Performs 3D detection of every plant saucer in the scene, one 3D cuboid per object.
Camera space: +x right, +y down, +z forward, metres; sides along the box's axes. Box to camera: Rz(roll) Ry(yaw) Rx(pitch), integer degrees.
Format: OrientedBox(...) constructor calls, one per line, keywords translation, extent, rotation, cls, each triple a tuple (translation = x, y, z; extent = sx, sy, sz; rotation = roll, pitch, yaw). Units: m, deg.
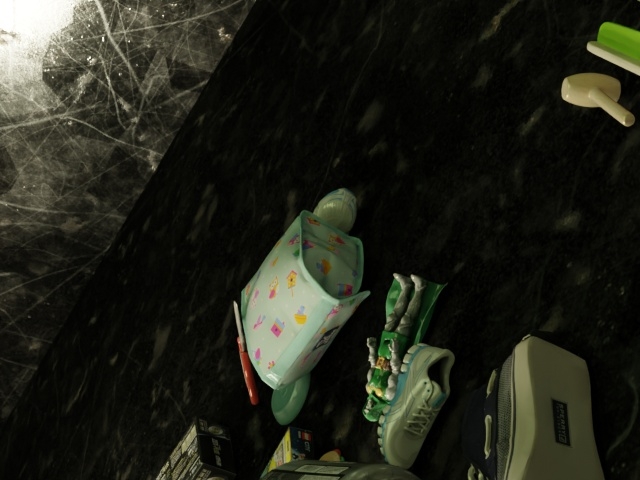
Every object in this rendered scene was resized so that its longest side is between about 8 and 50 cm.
OrientedBox(translation=(-0.058, 0.274, 2.121), extent=(0.119, 0.021, 0.119), rotation=(-47, 30, 37), cls="plant saucer")

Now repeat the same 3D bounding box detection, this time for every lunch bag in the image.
OrientedBox(translation=(-0.030, 0.111, 2.048), extent=(0.223, 0.160, 0.262), rotation=(-54, 20, 24), cls="lunch bag")

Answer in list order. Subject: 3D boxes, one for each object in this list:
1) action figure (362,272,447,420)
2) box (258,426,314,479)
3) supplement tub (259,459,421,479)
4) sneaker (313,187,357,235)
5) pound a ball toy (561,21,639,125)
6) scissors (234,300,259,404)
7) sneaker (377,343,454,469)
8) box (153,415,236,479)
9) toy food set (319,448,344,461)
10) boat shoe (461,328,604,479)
OrientedBox(translation=(0.113, 0.167, 1.811), extent=(0.137, 0.064, 0.232), rotation=(-1, 70, 62), cls="action figure")
OrientedBox(translation=(-0.054, 0.440, 1.888), extent=(0.233, 0.044, 0.159), rotation=(-96, 27, -50), cls="box")
OrientedBox(translation=(0.038, 0.394, 1.573), extent=(0.316, 0.194, 0.193), rotation=(-15, 54, 61), cls="supplement tub")
OrientedBox(translation=(0.000, 0.000, 2.208), extent=(0.237, 0.085, 0.086), rotation=(-55, -1, 33), cls="sneaker")
OrientedBox(translation=(0.436, -0.232, 1.448), extent=(0.319, 0.136, 0.208), rotation=(-126, 37, -64), cls="pound a ball toy")
OrientedBox(translation=(-0.148, 0.188, 2.185), extent=(0.109, 0.021, 0.297), rotation=(-107, 6, -49), cls="scissors")
OrientedBox(translation=(0.142, 0.235, 1.668), extent=(0.083, 0.071, 0.190), rotation=(-10, 59, 57), cls="sneaker")
OrientedBox(translation=(-0.246, 0.460, 2.273), extent=(0.180, 0.078, 0.147), rotation=(-57, 24, 19), cls="box")
OrientedBox(translation=(0.013, 0.374, 1.870), extent=(0.083, 0.020, 0.082), rotation=(-43, 32, 44), cls="toy food set")
OrientedBox(translation=(0.239, 0.279, 1.367), extent=(0.158, 0.127, 0.340), rotation=(-52, 17, 44), cls="boat shoe")
